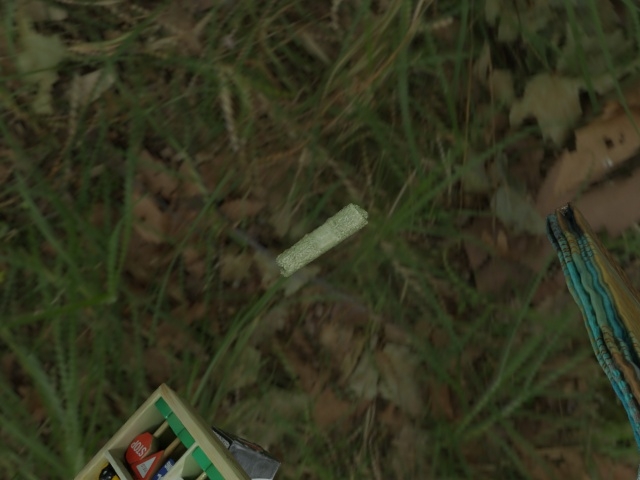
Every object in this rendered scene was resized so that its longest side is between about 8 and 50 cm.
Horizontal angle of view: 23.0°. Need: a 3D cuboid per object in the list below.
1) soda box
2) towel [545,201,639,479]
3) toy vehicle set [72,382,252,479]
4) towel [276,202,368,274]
[{"bbox_3d":[-0.106,0.264,1.464,0.060,0.053,0.169,28,88,-26],"label":"soda box"},{"bbox_3d":[0.256,0.147,1.060,0.040,0.370,0.271,-34,112,13],"label":"towel"},{"bbox_3d":[-0.109,0.220,1.072,0.166,0.267,0.035,-48,122,-2],"label":"toy vehicle set"},{"bbox_3d":[0.000,0.000,1.636,0.110,0.148,0.027,-34,89,0],"label":"towel"}]
